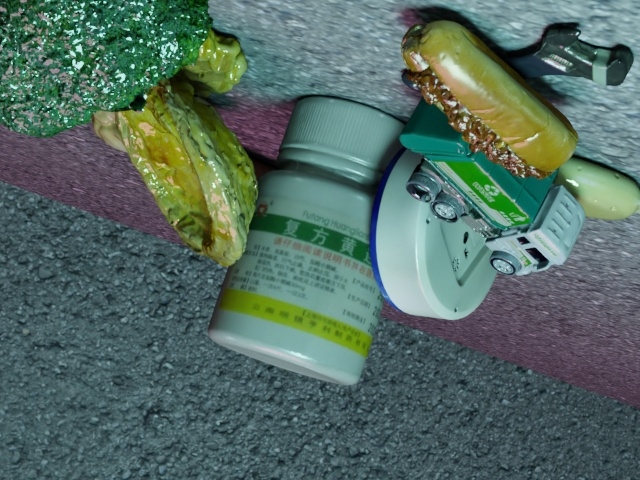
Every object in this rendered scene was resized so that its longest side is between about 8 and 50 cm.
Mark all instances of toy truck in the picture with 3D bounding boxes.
[{"bbox_3d":[0.198,-0.068,1.302,0.253,0.114,0.124,41,154,-20],"label":"toy truck"}]

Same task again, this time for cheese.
[{"bbox_3d":[0.370,-0.052,1.387,0.255,0.050,0.127,15,168,7],"label":"cheese"}]

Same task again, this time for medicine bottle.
[{"bbox_3d":[0.000,0.000,1.470,0.208,0.340,0.208,18,171,3],"label":"medicine bottle"}]

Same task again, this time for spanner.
[{"bbox_3d":[0.179,-0.176,1.135,0.087,0.024,0.316,26,169,-31],"label":"spanner"}]

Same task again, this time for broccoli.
[{"bbox_3d":[-0.245,-0.246,1.046,0.254,0.269,0.269,-19,168,-1],"label":"broccoli"}]

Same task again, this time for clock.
[{"bbox_3d":[0.157,-0.015,1.434,0.083,0.231,0.230,7,166,34],"label":"clock"}]

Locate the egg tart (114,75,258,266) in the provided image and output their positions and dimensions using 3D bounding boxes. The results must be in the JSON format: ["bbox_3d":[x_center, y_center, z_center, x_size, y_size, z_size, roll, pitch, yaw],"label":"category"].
[{"bbox_3d":[-0.158,-0.098,1.390,0.279,0.095,0.279,46,156,28],"label":"egg tart"}]

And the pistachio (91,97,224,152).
[{"bbox_3d":[-0.227,-0.176,1.603,0.200,0.117,0.145,12,-151,-7],"label":"pistachio"}]

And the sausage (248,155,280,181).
[{"bbox_3d":[-0.141,-0.084,1.888,0.252,0.123,0.123,23,169,-25],"label":"sausage"}]

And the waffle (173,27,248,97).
[{"bbox_3d":[-0.222,-0.244,1.364,0.253,0.056,0.249,26,167,-32],"label":"waffle"}]

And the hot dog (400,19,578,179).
[{"bbox_3d":[0.170,-0.128,1.124,0.249,0.076,0.102,35,160,-35],"label":"hot dog"}]
